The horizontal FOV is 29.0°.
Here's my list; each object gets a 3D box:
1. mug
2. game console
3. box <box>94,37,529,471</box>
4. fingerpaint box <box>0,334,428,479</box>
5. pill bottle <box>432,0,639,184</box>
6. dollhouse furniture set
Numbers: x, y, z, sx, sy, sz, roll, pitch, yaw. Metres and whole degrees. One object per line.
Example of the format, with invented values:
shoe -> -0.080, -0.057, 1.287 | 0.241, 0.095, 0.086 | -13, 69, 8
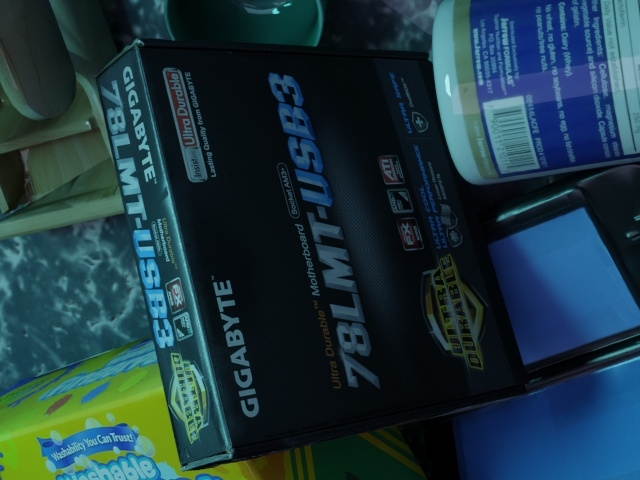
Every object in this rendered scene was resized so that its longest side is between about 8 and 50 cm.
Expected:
mug -> -0.062, -0.198, 1.016 | 0.129, 0.097, 0.158 | 23, 131, -13
game console -> 0.184, 0.112, 1.013 | 0.293, 0.173, 0.250 | -23, 113, 24
box -> 0.000, 0.000, 0.923 | 0.073, 0.293, 0.296 | -27, 73, 46
fingerpaint box -> -0.110, 0.274, 1.086 | 0.445, 0.163, 0.371 | -20, 104, 43
pill bottle -> 0.229, -0.133, 0.940 | 0.264, 0.153, 0.153 | -8, 107, 17
dollhouse furniture set -> -0.325, -0.080, 0.958 | 0.362, 0.394, 0.256 | -11, 106, 30
